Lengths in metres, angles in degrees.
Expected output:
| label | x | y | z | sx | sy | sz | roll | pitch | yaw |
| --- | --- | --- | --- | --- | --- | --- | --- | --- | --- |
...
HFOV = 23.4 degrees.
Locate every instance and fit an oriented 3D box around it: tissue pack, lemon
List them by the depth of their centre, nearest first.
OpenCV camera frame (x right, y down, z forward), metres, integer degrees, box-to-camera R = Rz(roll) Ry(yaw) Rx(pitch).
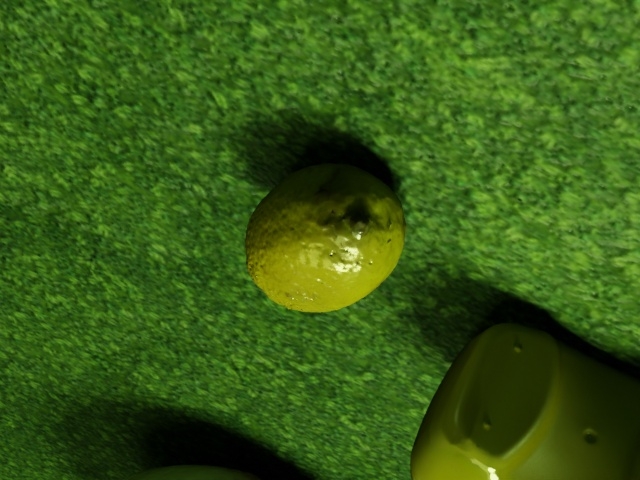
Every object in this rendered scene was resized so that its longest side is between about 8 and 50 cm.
| label | x | y | z | sx | sy | sz | roll | pitch | yaw |
| --- | --- | --- | --- | --- | --- | --- | --- | --- | --- |
| lemon | 0.000 | 0.000 | 0.879 | 0.082 | 0.082 | 0.110 | 39 | 142 | -19 |
| tissue pack | 0.146 | 0.138 | 0.930 | 0.178 | 0.123 | 0.127 | 25 | 150 | 3 |

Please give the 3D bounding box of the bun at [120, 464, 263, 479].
| label | x | y | z | sx | sy | sz | roll | pitch | yaw |
| --- | --- | --- | --- | --- | --- | --- | --- | --- | --- |
| bun | -0.061 | 0.300 | 1.310 | 0.299 | 0.165 | 0.299 | 25 | 137 | 25 |
